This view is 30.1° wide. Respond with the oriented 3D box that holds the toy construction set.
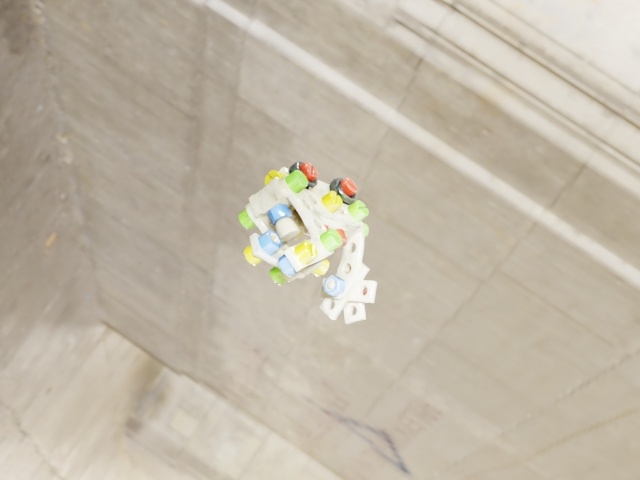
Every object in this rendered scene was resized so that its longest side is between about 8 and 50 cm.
[{"bbox_3d":[0.000,0.000,1.801,0.151,0.215,0.327,-30,151,12],"label":"toy construction set"}]
